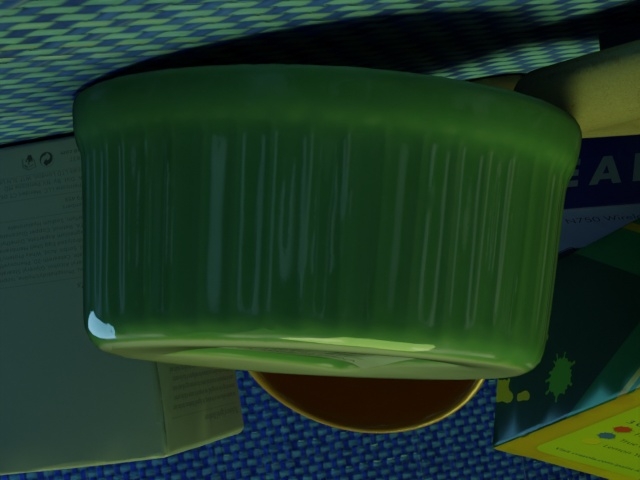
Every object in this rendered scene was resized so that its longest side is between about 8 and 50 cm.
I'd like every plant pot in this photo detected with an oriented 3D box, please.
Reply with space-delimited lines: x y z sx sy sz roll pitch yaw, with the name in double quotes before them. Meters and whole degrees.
"plant pot" 0.047 0.014 1.471 0.205 0.205 0.188 -10 -148 21

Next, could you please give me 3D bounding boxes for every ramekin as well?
"ramekin" 0.000 0.000 1.112 0.303 0.148 0.303 3 173 0

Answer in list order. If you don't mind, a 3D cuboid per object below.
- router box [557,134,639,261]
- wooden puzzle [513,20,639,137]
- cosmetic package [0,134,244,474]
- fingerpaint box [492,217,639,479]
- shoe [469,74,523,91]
"router box" 0.251 0.010 1.702 0.336 0.082 0.301 -4 150 26
"wooden puzzle" 0.340 -0.123 1.137 0.348 0.080 0.322 0 171 -41
"cosmetic package" -0.157 0.046 1.356 0.138 0.224 0.224 -9 176 10
"fingerpaint box" 0.430 0.106 1.548 0.445 0.163 0.371 17 153 -24
"shoe" 0.046 -0.070 1.339 0.219 0.058 0.076 -10 177 19
